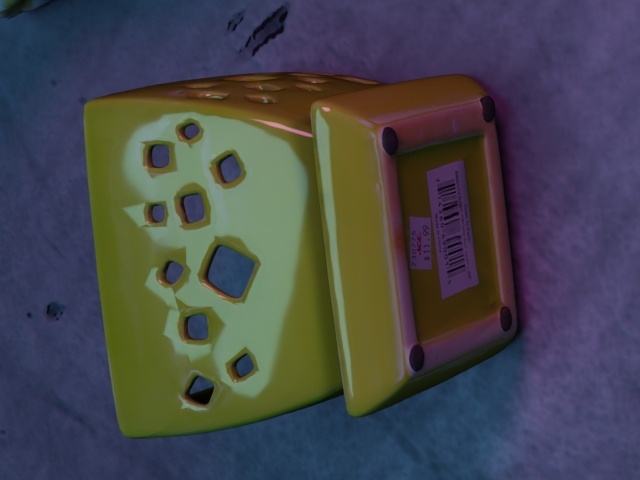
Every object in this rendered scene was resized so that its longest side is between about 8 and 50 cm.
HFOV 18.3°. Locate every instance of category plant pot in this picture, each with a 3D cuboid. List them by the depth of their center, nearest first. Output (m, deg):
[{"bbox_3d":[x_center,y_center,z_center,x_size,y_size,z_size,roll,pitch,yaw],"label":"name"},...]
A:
[{"bbox_3d":[0.000,0.000,1.297,0.207,0.227,0.228,-3,97,33],"label":"plant pot"}]

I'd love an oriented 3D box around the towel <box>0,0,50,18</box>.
[{"bbox_3d":[-0.203,-0.360,1.413,0.374,0.090,0.320,-20,86,56],"label":"towel"}]
